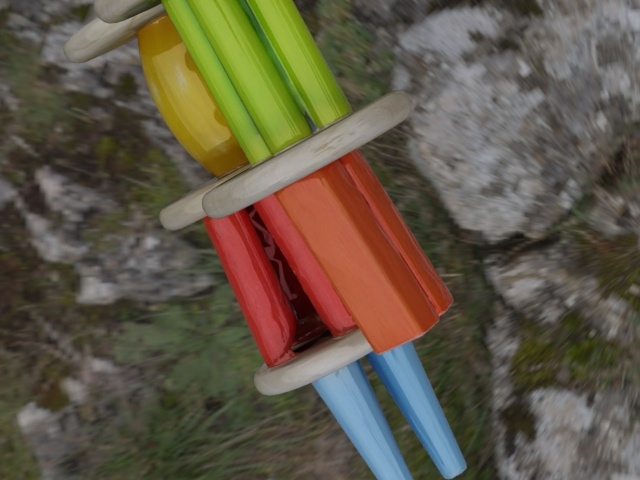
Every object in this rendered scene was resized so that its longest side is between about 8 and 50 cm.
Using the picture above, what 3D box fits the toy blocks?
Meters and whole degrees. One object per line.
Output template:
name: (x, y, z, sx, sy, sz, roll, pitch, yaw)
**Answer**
toy blocks: (0.000, 0.000, 0.462, 0.054, 0.123, 0.148, -30, 95, -12)
